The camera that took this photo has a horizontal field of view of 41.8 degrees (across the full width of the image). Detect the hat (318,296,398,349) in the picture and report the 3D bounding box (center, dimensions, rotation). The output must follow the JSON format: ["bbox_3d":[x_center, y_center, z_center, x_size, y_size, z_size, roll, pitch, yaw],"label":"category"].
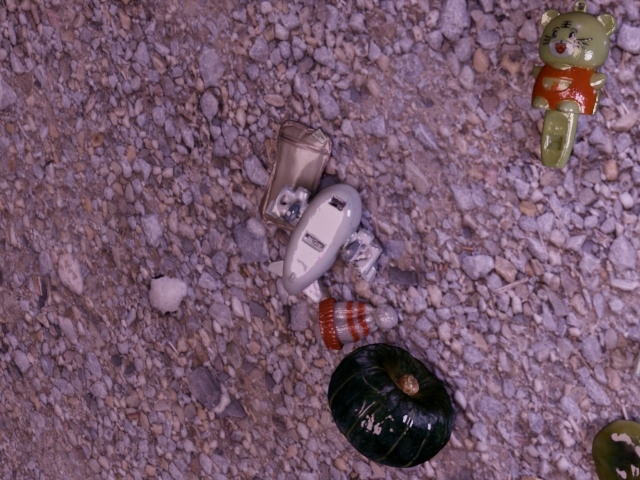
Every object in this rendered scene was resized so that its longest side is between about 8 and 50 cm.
[{"bbox_3d":[0.079,0.164,1.706,0.162,0.093,0.112,-11,102,12],"label":"hat"}]

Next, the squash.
[{"bbox_3d":[0.131,0.312,1.591,0.252,0.252,0.165,44,109,17],"label":"squash"}]

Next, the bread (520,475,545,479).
[{"bbox_3d":[0.408,0.541,1.599,0.077,0.105,0.152,13,134,27],"label":"bread"}]

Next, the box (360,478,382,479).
[{"bbox_3d":[0.084,0.680,1.682,0.143,0.225,0.341,-23,86,27],"label":"box"}]

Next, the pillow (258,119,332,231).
[{"bbox_3d":[-0.054,-0.131,1.753,0.130,0.038,0.233,21,108,21],"label":"pillow"}]

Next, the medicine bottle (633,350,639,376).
[{"bbox_3d":[0.598,0.217,1.419,0.118,0.074,0.055,18,104,25],"label":"medicine bottle"}]

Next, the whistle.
[{"bbox_3d":[0.421,-0.267,1.434,0.131,0.106,0.288,16,104,33],"label":"whistle"}]

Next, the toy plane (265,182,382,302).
[{"bbox_3d":[-0.002,0.001,1.693,0.267,0.122,0.267,5,105,19],"label":"toy plane"}]

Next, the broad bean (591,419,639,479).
[{"bbox_3d":[0.566,0.419,1.477,0.153,0.072,0.207,-47,63,23],"label":"broad bean"}]
